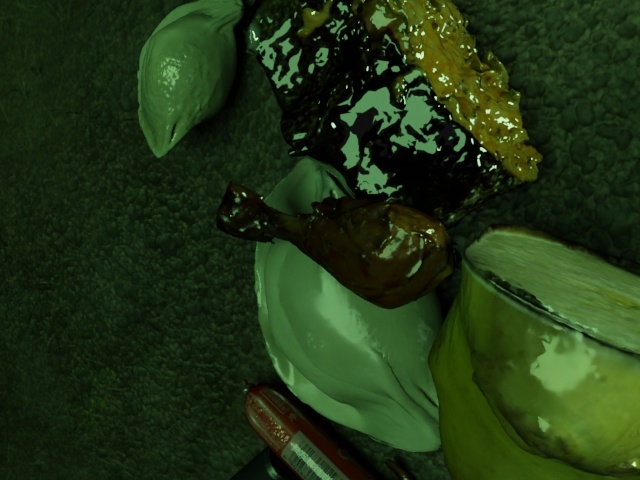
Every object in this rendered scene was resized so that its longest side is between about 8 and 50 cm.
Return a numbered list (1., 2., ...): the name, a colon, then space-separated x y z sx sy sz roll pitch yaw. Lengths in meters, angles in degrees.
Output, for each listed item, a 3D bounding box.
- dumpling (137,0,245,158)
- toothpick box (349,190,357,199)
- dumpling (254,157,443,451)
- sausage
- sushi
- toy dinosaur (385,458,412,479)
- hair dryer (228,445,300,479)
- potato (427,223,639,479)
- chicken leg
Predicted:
1. dumpling: -0.189 -0.224 1.073 0.166 0.126 0.216 25 116 44
2. toothpick box: 0.028 -0.064 1.004 0.083 0.047 0.047 -4 97 34
3. dumpling: 0.020 0.095 0.975 0.341 0.181 0.260 48 140 -10
4. sausage: -0.014 0.282 1.081 0.274 0.074 0.074 40 117 20
5. sushi: 0.068 -0.167 0.855 0.207 0.234 0.348 -37 83 32
6. toy dinosaur: 0.227 0.453 0.949 0.208 0.097 0.432 -26 77 49
7. hair dryer: -0.020 0.406 1.123 0.255 0.070 0.128 46 119 9
8. potato: 0.223 0.169 0.720 0.290 0.397 0.296 20 105 8
9. chicken leg: 0.000 0.000 0.813 0.304 0.093 0.113 12 145 42
